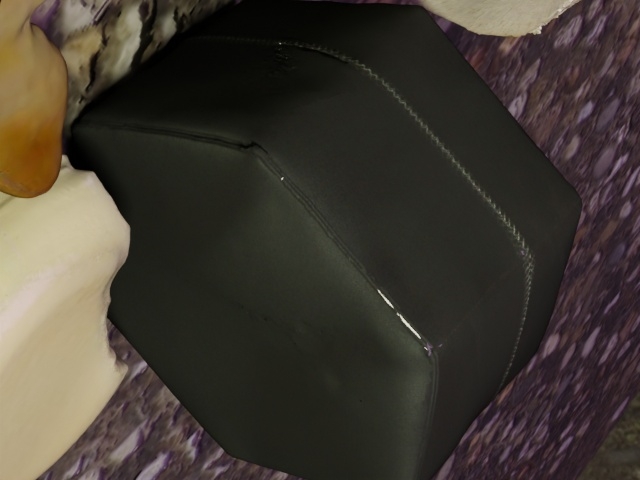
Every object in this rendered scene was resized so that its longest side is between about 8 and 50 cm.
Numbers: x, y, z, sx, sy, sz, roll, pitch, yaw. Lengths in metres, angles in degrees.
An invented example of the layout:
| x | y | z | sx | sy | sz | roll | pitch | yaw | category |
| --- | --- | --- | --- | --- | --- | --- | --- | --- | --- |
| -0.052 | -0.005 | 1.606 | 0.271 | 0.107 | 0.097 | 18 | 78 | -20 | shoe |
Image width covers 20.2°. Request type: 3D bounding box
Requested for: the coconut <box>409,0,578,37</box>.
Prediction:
| x | y | z | sx | sy | sz | roll | pitch | yaw | category |
| --- | --- | --- | --- | --- | --- | --- | --- | --- | --- |
| 0.081 | -0.174 | 0.818 | 0.162 | 0.161 | 0.161 | -85 | -171 | -52 | coconut |

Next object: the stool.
| x | y | z | sx | sy | sz | roll | pitch | yaw | category |
| --- | --- | --- | --- | --- | --- | --- | --- | --- | --- |
| 0.000 | 0.000 | 0.847 | 0.141 | 0.232 | 0.232 | -44 | 156 | -32 | stool |

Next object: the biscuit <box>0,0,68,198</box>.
| x | y | z | sx | sy | sz | roll | pitch | yaw | category |
| --- | --- | --- | --- | --- | --- | --- | --- | --- | --- |
| -0.151 | -0.076 | 0.632 | 0.208 | 0.047 | 0.164 | -21 | 137 | -56 | biscuit |

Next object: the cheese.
| x | y | z | sx | sy | sz | roll | pitch | yaw | category |
| --- | --- | --- | --- | --- | --- | --- | --- | --- | --- |
| -0.175 | 0.081 | 0.786 | 0.249 | 0.071 | 0.163 | -49 | 158 | -16 | cheese |
